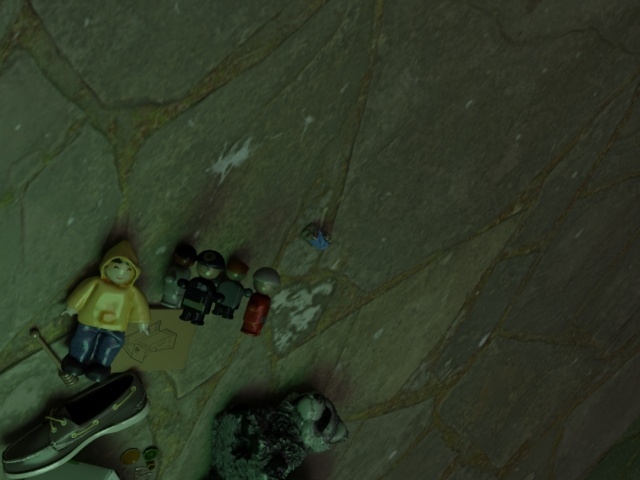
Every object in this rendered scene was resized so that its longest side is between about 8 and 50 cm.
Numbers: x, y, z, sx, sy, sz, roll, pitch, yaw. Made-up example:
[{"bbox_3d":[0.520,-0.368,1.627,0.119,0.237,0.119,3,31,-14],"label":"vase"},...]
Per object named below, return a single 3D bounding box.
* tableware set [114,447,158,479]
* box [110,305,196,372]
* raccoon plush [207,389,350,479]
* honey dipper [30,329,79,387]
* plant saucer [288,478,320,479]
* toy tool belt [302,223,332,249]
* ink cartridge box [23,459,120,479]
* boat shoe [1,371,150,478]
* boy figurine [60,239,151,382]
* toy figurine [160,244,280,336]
[{"bbox_3d":[-0.465,0.546,1.772,0.154,0.024,0.104,-4,119,-30],"label":"tableware set"},{"bbox_3d":[-0.376,0.217,1.630,0.201,0.021,0.164,3,115,-34],"label":"box"},{"bbox_3d":[-0.143,0.535,1.921,0.299,0.216,0.446,-3,151,-47],"label":"raccoon plush"},{"bbox_3d":[-0.550,0.241,1.531,0.030,0.030,0.160,-31,127,-13],"label":"honey dipper"},{"bbox_3d":[-0.167,0.759,1.996,0.400,0.100,0.400,-32,149,-22],"label":"plant saucer"},{"bbox_3d":[0.000,0.000,1.715,0.083,0.051,0.052,33,97,-41],"label":"toy tool belt"},{"bbox_3d":[-0.519,0.616,1.655,0.114,0.198,0.272,-62,148,-44],"label":"ink cartridge box"},{"bbox_3d":[-0.525,0.387,1.580,0.324,0.116,0.096,-24,126,-23],"label":"boat shoe"},{"bbox_3d":[-0.420,0.140,1.493,0.177,0.092,0.285,22,102,-13],"label":"boy figurine"},{"bbox_3d":[-0.211,0.094,1.539,0.213,0.209,0.148,16,92,-31],"label":"toy figurine"}]
